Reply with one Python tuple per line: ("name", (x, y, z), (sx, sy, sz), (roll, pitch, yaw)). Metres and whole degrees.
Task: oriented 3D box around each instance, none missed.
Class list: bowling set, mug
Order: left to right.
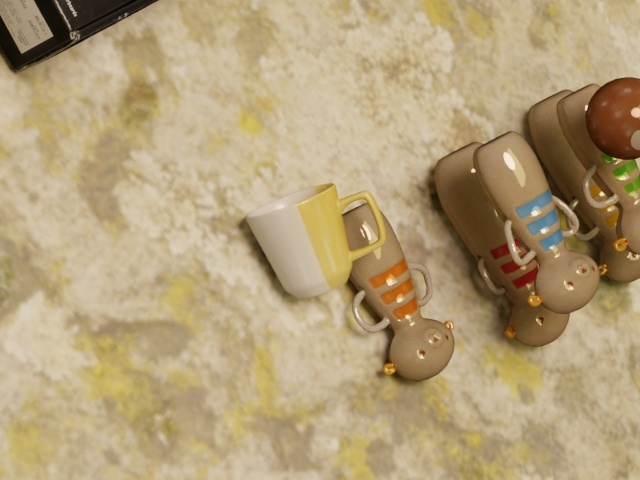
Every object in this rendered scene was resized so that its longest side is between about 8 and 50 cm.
("mug", (-0.004, 0.001, 1.139), (0.062, 0.078, 0.064), (-28, 101, -46))
("bowling set", (0.167, -0.010, 1.188), (0.287, 0.200, 0.154), (-30, 95, -33))

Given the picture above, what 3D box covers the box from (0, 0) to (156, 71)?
("box", (-0.160, -0.219, 1.083), (0.147, 0.077, 0.180), (-35, 102, -38))
